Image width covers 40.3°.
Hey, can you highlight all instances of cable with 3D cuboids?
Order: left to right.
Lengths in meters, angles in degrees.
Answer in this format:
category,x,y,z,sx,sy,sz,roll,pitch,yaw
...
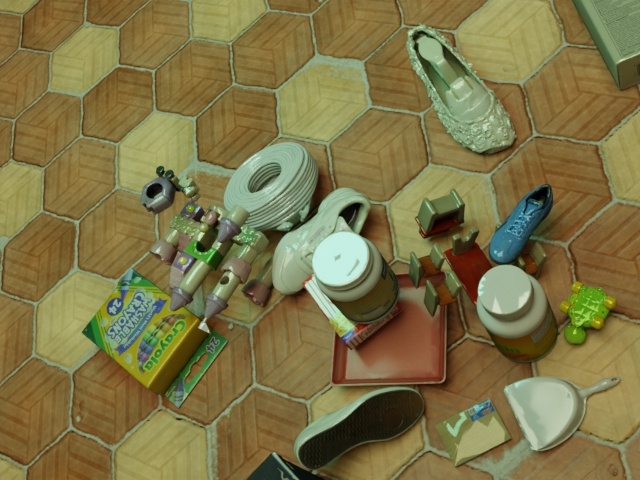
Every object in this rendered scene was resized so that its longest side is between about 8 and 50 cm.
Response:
category,x,y,z,sx,sy,sz,roll,pitch,yaw
cable,-0.125,-0.131,2.138,0.257,0.089,0.257,-10,44,34

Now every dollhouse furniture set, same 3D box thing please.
category,x,y,z,sx,sy,sz,roll,pitch,yaw
dollhouse furniture set,0.308,0.028,1.881,0.262,0.135,0.259,-18,57,-13

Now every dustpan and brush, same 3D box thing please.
category,x,y,z,sx,sy,sz,roll,pitch,yaw
dustpan and brush,0.490,0.313,1.719,0.211,0.060,0.147,-30,58,15

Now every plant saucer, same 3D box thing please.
category,x,y,z,sx,sy,sz,roll,pitch,yaw
plant saucer,0.157,0.199,1.918,0.259,0.047,0.259,-5,62,21

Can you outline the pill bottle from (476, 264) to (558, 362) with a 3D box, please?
category,x,y,z,sx,sy,sz,roll,pitch,yaw
pill bottle,0.387,0.142,1.728,0.136,0.245,0.136,-10,61,19

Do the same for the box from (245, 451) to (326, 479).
category,x,y,z,sx,sy,sz,roll,pitch,yaw
box,-0.107,0.643,1.660,0.395,0.293,0.212,-47,57,-4

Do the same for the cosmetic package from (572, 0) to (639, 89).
category,x,y,z,sx,sy,sz,roll,pitch,yaw
cosmetic package,0.700,-0.518,2.007,0.160,0.113,0.309,-21,58,12

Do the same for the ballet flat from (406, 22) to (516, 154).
category,x,y,z,sx,sy,sz,roll,pitch,yaw
ballet flat,0.315,-0.371,2.088,0.147,0.147,0.409,-34,57,5

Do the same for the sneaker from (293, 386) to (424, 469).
category,x,y,z,sx,sy,sz,roll,pitch,yaw
sneaker,0.072,0.378,1.835,0.290,0.123,0.105,-21,95,-10

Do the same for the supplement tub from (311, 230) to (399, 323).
category,x,y,z,sx,sy,sz,roll,pitch,yaw
supplement tub,0.073,0.077,1.812,0.144,0.199,0.144,-9,62,18

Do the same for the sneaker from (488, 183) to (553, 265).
category,x,y,z,sx,sy,sz,roll,pitch,yaw
sneaker,0.414,-0.039,1.796,0.069,0.082,0.209,33,62,18

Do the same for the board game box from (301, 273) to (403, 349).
category,x,y,z,sx,sy,sz,roll,pitch,yaw
board game box,0.068,0.124,1.938,0.147,0.045,0.193,-39,56,1

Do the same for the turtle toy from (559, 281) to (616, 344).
category,x,y,z,sx,sy,sz,roll,pitch,yaw
turtle toy,0.537,0.151,1.767,0.095,0.066,0.130,29,79,32

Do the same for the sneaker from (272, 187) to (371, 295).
category,x,y,z,sx,sy,sz,roll,pitch,yaw
sneaker,0.000,0.000,2.017,0.305,0.114,0.152,-52,21,-6

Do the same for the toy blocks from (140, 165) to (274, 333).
category,x,y,z,sx,sy,sz,roll,pitch,yaw
toy blocks,-0.294,0.047,2.030,0.289,0.309,0.260,24,70,31

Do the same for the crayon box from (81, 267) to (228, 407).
category,x,y,z,sx,sy,sz,roll,pitch,yaw
crayon box,-0.407,0.232,2.122,0.323,0.083,0.203,31,80,32

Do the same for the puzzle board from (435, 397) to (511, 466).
category,x,y,z,sx,sy,sz,roll,pitch,yaw
puzzle board,0.311,0.391,1.776,0.128,0.011,0.096,-29,56,7
